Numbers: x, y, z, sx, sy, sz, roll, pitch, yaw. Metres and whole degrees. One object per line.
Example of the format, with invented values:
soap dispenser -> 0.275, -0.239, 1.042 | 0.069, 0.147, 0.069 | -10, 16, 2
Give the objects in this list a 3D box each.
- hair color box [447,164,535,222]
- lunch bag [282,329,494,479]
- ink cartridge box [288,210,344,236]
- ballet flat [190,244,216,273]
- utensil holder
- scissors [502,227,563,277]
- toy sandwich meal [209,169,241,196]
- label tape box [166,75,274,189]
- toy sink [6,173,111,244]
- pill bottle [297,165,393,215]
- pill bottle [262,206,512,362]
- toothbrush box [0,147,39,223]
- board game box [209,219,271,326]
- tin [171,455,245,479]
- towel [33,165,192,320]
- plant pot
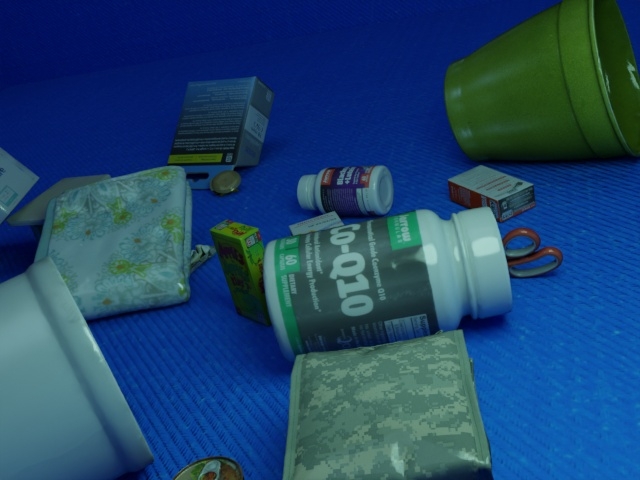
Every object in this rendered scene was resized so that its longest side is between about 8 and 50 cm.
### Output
hair color box -> 0.348, -0.098, 1.602 | 0.093, 0.053, 0.167 | -23, 26, -19
lunch bag -> 0.085, 0.233, 0.969 | 0.235, 0.169, 0.287 | -10, 31, 9
ink cartridge box -> 0.000, 0.000, 1.579 | 0.104, 0.062, 0.181 | -18, 26, -7
ballet flat -> -0.261, 0.032, 1.677 | 0.041, 0.041, 0.114 | 4, 32, 32
utensil holder -> -0.472, 0.250, 1.055 | 0.385, 0.328, 0.327 | -27, 29, -18
scissors -> 0.272, 0.053, 1.367 | 0.297, 0.109, 0.021 | -25, 36, 38
toy sandwich meal -> -0.242, -0.144, 2.006 | 0.085, 0.029, 0.086 | -6, 53, 8
label tape box -> -0.284, -0.276, 2.163 | 0.240, 0.106, 0.334 | 3, 73, 31
toy sink -> -0.616, -0.050, 1.914 | 0.152, 0.131, 0.234 | -3, 29, 24
pill bottle -> 0.052, -0.107, 1.708 | 0.193, 0.108, 0.108 | 0, 30, 26
pill bottle -> 0.105, 0.064, 1.242 | 0.361, 0.204, 0.204 | -12, 27, 6
toothbrush box -> -0.845, -0.055, 1.899 | 0.295, 0.126, 0.216 | -44, 19, 20
board game box -> -0.131, 0.058, 1.400 | 0.043, 0.181, 0.092 | -34, 32, -33
tin -> -0.156, 0.356, 1.003 | 0.106, 0.040, 0.190 | -4, 28, 12
towel -> -0.433, 0.004, 1.650 | 0.320, 0.090, 0.374 | -12, 47, 5
plant pot -> 0.470, -0.322, 1.694 | 0.353, 0.366, 0.366 | -11, 25, 33
